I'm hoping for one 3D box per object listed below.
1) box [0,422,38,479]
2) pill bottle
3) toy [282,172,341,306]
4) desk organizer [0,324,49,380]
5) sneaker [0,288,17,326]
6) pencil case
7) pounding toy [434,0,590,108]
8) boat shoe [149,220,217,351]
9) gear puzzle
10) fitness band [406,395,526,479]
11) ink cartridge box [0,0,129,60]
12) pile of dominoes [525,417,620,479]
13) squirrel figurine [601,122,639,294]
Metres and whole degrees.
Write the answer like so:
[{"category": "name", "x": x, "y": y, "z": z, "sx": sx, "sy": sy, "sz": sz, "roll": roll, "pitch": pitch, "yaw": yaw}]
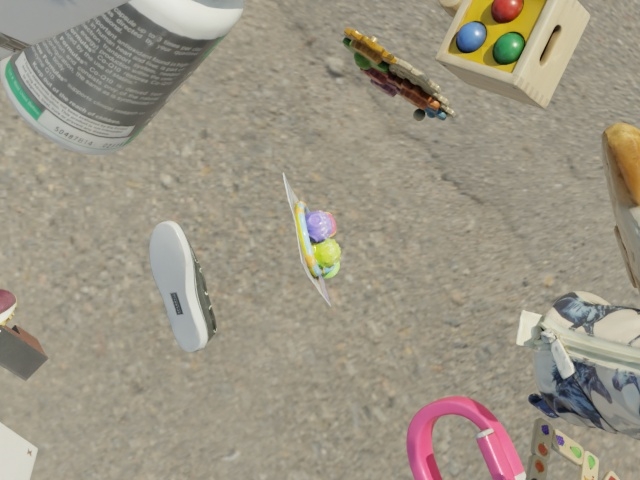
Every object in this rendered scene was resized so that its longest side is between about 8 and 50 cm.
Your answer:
[{"category": "box", "x": -0.318, "y": 0.211, "z": 0.865, "sx": 0.087, "sy": 0.102, "sz": 0.101, "roll": -4, "pitch": 56, "yaw": 18}, {"category": "pill bottle", "x": -0.221, "y": -0.281, "z": 1.198, "sx": 0.361, "sy": 0.204, "sz": 0.204, "roll": -39, "pitch": 78, "yaw": 38}, {"category": "toy", "x": 0.000, "y": 0.000, "z": 1.454, "sx": 0.056, "sy": 0.237, "sz": 0.137, "roll": -14, "pitch": 70, "yaw": 2}, {"category": "desk organizer", "x": -0.433, "y": 0.132, "z": 1.338, "sx": 0.047, "sy": 0.130, "sz": 0.050, "roll": -45, "pitch": 43, "yaw": -2}, {"category": "sneaker", "x": -0.317, "y": 0.058, "z": 0.739, "sx": 0.069, "sy": 0.185, "sz": 0.084, "roll": -24, "pitch": 92, "yaw": 46}, {"category": "pencil case", "x": 0.386, "y": 0.144, "z": 1.012, "sx": 0.410, "sy": 0.183, "sz": 0.160, "roll": 3, "pitch": 84, "yaw": 64}, {"category": "pounding toy", "x": 0.213, "y": -0.285, "z": 1.222, "sx": 0.206, "sy": 0.094, "sz": 0.181, "roll": 28, "pitch": 94, "yaw": 40}, {"category": "boat shoe", "x": -0.140, "y": 0.045, "z": 1.028, "sx": 0.049, "sy": 0.040, "sz": 0.142, "roll": -1, "pitch": 108, "yaw": 30}, {"category": "gear puzzle", "x": 0.111, "y": -0.256, "z": 1.561, "sx": 0.175, "sy": 0.339, "sz": 0.044, "roll": 34, "pitch": 93, "yaw": 17}, {"category": "fitness band", "x": 0.240, "y": 0.397, "z": 1.607, "sx": 0.209, "sy": 0.054, "sz": 0.291, "roll": -32, "pitch": 75, "yaw": 48}, {"category": "ink cartridge box", "x": -0.233, "y": -0.277, "z": 0.653, "sx": 0.395, "sy": 0.166, "sz": 0.285, "roll": -6, "pitch": 66, "yaw": 47}, {"category": "pile of dominoes", "x": 0.345, "y": 0.373, "z": 1.280, "sx": 0.196, "sy": 0.251, "sz": 0.040, "roll": 34, "pitch": 138, "yaw": -16}, {"category": "squirrel figurine", "x": 0.604, "y": -0.032, "z": 1.359, "sx": 0.370, "sy": 0.397, "sz": 0.281, "roll": -17, "pitch": 74, "yaw": 11}]
